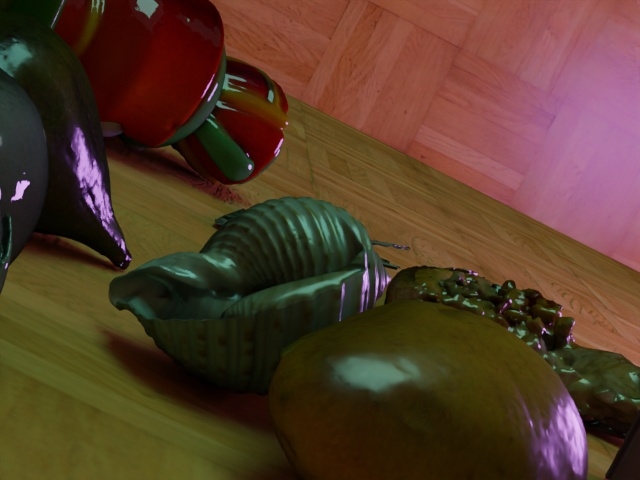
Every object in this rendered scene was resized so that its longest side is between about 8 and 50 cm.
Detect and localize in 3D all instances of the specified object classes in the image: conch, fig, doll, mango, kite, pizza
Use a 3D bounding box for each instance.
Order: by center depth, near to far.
[{"bbox_3d":[0.053,0.094,0.787,0.227,0.109,0.147,19,35,-47],"label":"mango"},{"bbox_3d":[-0.029,0.039,0.860,0.135,0.153,0.102,18,-46,66],"label":"conch"},{"bbox_3d":[-0.198,-0.049,0.966,0.127,0.184,0.133,-14,24,-9],"label":"fig"},{"bbox_3d":[0.167,0.086,1.319,0.288,0.074,0.251,31,11,40],"label":"pizza"},{"bbox_3d":[0.000,-0.002,1.412,0.250,0.012,0.229,6,12,-44],"label":"kite"},{"bbox_3d":[-0.178,-0.177,1.461,0.363,0.160,0.182,25,35,-38],"label":"doll"}]

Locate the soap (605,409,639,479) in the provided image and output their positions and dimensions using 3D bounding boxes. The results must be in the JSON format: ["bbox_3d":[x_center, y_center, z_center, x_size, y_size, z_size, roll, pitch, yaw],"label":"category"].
[{"bbox_3d":[0.319,0.171,1.092,0.203,0.122,0.065,28,8,10],"label":"soap"}]

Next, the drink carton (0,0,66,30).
[{"bbox_3d":[-0.234,-0.203,1.118,0.108,0.271,0.161,24,9,-17],"label":"drink carton"}]

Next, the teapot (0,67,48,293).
[{"bbox_3d":[-0.220,-0.038,0.679,0.294,0.129,0.193,31,9,35],"label":"teapot"}]
